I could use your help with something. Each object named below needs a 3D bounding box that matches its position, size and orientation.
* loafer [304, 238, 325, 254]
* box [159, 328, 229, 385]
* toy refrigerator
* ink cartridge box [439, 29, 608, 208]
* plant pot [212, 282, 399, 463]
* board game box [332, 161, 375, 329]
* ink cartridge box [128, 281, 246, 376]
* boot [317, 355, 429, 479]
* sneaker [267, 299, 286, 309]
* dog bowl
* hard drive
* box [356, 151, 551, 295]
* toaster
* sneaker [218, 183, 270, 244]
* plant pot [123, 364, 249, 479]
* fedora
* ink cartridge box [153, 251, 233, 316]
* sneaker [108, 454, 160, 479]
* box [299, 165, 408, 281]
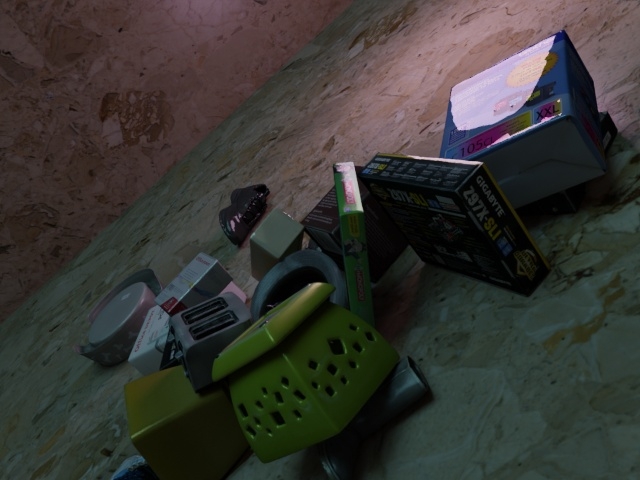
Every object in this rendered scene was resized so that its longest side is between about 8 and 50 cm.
[{"bbox_3d":[0.000,0.000,1.712,0.096,0.084,0.268,-13,37,44],"label":"loafer"},{"bbox_3d":[-0.266,0.280,1.533,0.077,0.180,0.147,-34,26,17],"label":"box"},{"bbox_3d":[-0.105,0.034,1.645,0.102,0.094,0.269,-51,-9,-21],"label":"toy refrigerator"},{"bbox_3d":[0.396,-0.246,1.343,0.270,0.151,0.396,-23,29,32],"label":"ink cartridge box"},{"bbox_3d":[-0.039,0.218,1.174,0.227,0.207,0.228,-36,2,41],"label":"plant pot"},{"bbox_3d":[0.067,0.034,1.327,0.046,0.318,0.214,-7,31,0],"label":"board game box"},{"bbox_3d":[-0.353,0.234,1.794,0.283,0.117,0.207,-28,29,24],"label":"ink cartridge box"},{"bbox_3d":[0.095,0.305,1.140,0.208,0.076,0.190,-30,27,8],"label":"boot"},{"bbox_3d":[-0.089,0.153,1.353,0.098,0.069,0.038,-44,36,4],"label":"sneaker"},{"bbox_3d":[-0.628,0.251,2.164,0.348,0.102,0.349,-31,28,19],"label":"dog bowl"},{"bbox_3d":[0.413,-0.151,1.409,0.338,0.064,0.237,-2,46,54],"label":"hard drive"},{"bbox_3d":[0.237,-0.040,1.253,0.079,0.257,0.322,-45,25,-13],"label":"box"},{"bbox_3d":[-0.203,0.200,1.353,0.185,0.110,0.168,-23,25,-15],"label":"toaster"},{"bbox_3d":[-0.240,-0.099,2.180,0.130,0.109,0.286,-21,34,24],"label":"sneaker"},{"bbox_3d":[-0.259,0.371,1.378,0.187,0.212,0.212,-31,25,-7],"label":"plant pot"},{"bbox_3d":[-0.025,0.163,1.444,0.243,0.124,0.275,-41,37,7],"label":"fedora"},{"bbox_3d":[-0.320,0.124,1.704,0.175,0.072,0.127,-47,27,-14],"label":"ink cartridge box"},{"bbox_3d":[-0.407,0.506,1.509,0.190,0.071,0.083,-30,22,21],"label":"sneaker"},{"bbox_3d":[0.098,-0.043,1.550,0.203,0.167,0.168,-47,26,-13],"label":"box"}]
